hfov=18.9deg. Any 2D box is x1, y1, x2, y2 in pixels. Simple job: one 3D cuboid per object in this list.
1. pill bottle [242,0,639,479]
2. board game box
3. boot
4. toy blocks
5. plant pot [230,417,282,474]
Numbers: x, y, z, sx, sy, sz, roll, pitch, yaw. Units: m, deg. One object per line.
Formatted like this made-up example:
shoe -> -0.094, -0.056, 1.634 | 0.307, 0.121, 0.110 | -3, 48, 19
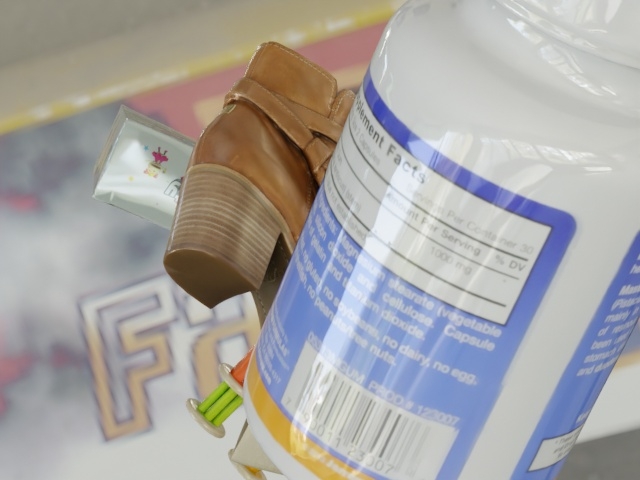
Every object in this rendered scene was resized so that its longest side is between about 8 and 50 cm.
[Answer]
pill bottle -> 0.077, -0.016, 0.829 | 0.152, 0.272, 0.152 | 18, 27, -9
board game box -> -0.134, -0.056, 2.106 | 0.224, 0.097, 0.303 | 24, 4, -9
boot -> 0.000, 0.000, 1.513 | 0.109, 0.283, 0.220 | -20, 39, 42
toy blocks -> -0.044, 0.152, 1.891 | 0.148, 0.123, 0.054 | -44, -18, 8
plant pot -> 0.015, 0.096, 1.235 | 0.096, 0.109, 0.109 | 26, 29, -2
